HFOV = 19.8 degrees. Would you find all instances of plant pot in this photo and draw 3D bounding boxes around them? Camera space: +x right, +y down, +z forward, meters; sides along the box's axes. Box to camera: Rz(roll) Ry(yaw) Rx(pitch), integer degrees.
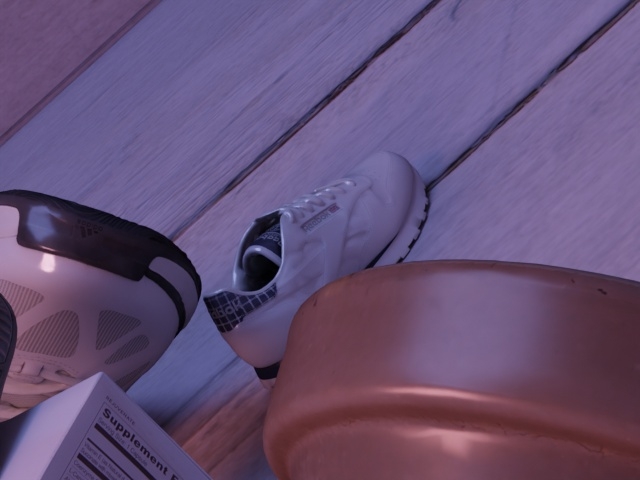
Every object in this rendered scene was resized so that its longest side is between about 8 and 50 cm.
[{"bbox_3d":[0.079,0.164,0.671,0.263,0.263,0.229,-15,50,53],"label":"plant pot"}]

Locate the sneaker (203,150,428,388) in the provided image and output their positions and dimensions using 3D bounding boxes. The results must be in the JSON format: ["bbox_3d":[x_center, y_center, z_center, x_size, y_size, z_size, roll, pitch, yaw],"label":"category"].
[{"bbox_3d":[0.000,0.000,1.360,0.090,0.095,0.235,-25,24,45],"label":"sneaker"}]

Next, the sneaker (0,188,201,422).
[{"bbox_3d":[-0.212,0.147,1.294,0.447,0.169,0.257,128,159,-64],"label":"sneaker"}]

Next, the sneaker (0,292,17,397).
[{"bbox_3d":[-0.233,0.126,0.986,0.118,0.083,0.222,-48,15,35],"label":"sneaker"}]

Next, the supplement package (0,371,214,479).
[{"bbox_3d":[-0.161,0.250,0.971,0.199,0.198,0.262,-28,24,37],"label":"supplement package"}]
